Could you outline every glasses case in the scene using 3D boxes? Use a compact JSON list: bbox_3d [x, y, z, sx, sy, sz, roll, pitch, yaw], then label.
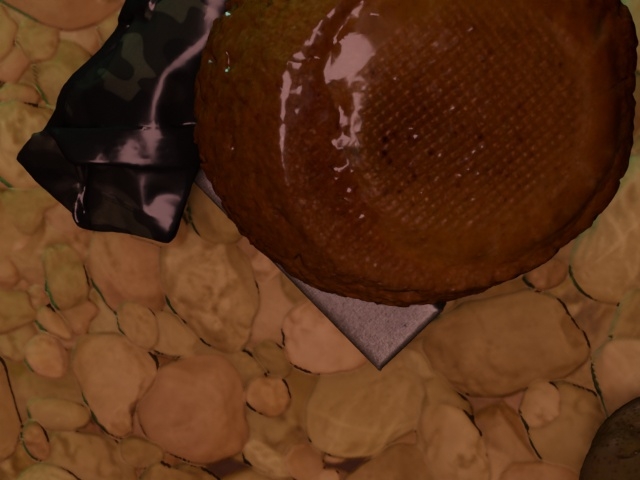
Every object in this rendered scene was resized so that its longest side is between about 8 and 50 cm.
[{"bbox_3d":[0.000,0.000,1.422,0.205,0.047,0.071,45,106,2],"label":"glasses case"}]

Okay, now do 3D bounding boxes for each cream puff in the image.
[{"bbox_3d":[0.056,-0.101,1.300,0.303,0.212,0.303,-6,110,-18],"label":"cream puff"}]

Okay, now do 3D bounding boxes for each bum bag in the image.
[{"bbox_3d":[-0.094,-0.153,1.395,0.144,0.095,0.340,34,98,14],"label":"bum bag"}]

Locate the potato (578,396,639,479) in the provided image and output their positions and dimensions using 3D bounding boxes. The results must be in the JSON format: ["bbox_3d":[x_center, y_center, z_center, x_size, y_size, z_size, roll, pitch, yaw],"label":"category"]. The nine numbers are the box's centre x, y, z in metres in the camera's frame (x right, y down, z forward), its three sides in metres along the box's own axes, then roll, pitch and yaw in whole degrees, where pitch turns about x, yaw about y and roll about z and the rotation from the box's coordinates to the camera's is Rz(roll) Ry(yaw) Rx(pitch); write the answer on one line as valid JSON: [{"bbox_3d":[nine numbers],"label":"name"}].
[{"bbox_3d":[0.276,0.209,1.360,0.157,0.157,0.194,-26,106,14],"label":"potato"}]
